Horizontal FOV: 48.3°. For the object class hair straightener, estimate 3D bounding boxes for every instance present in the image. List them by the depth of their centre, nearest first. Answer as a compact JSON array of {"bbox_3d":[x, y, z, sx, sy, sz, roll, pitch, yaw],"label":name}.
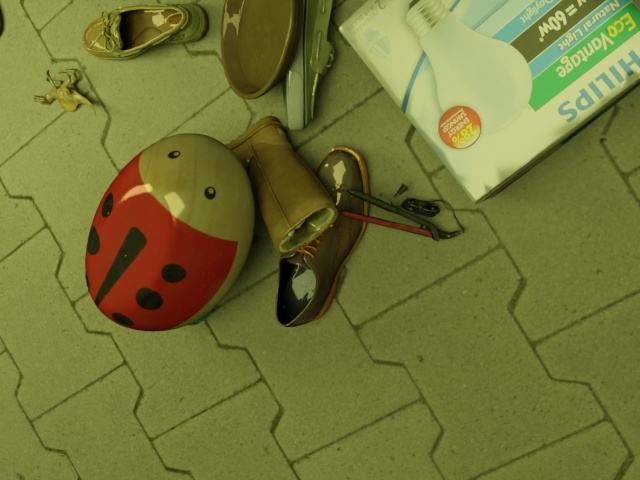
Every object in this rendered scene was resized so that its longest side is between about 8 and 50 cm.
[{"bbox_3d":[0.156,-0.059,1.300,0.231,0.047,0.089,15,93,-2],"label":"hair straightener"}]

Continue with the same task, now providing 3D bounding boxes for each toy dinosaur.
[{"bbox_3d":[-0.544,-0.322,1.546,0.183,0.053,0.092,12,117,25],"label":"toy dinosaur"}]

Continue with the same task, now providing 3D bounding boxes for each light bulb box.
[{"bbox_3d":[0.292,-0.307,1.150,0.358,0.225,0.361,-40,83,20],"label":"light bulb box"}]

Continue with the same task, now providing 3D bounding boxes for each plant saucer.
[{"bbox_3d":[-0.108,-0.396,1.307,0.278,0.041,0.277,0,90,56],"label":"plant saucer"}]

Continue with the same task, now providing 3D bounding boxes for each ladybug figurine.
[{"bbox_3d":[-0.301,0.007,1.314,0.305,0.162,0.449,42,119,12],"label":"ladybug figurine"}]

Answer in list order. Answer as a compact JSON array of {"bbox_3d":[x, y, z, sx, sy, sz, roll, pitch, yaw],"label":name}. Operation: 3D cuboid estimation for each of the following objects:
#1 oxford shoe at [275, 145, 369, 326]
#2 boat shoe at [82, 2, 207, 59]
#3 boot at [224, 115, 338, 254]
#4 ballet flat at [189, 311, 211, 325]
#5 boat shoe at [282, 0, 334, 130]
[{"bbox_3d":[0.000,0.000,1.348,0.130,0.133,0.363,18,103,17],"label":"oxford shoe"},{"bbox_3d":[-0.372,-0.431,1.438,0.285,0.089,0.104,-8,96,21],"label":"boat shoe"},{"bbox_3d":[-0.114,-0.080,1.334,0.236,0.089,0.269,-42,52,19],"label":"boot"},{"bbox_3d":[-0.301,0.008,1.483,0.124,0.116,0.342,3,104,39],"label":"ballet flat"},{"bbox_3d":[-0.020,-0.354,1.318,0.094,0.109,0.302,0,102,-7],"label":"boat shoe"}]
